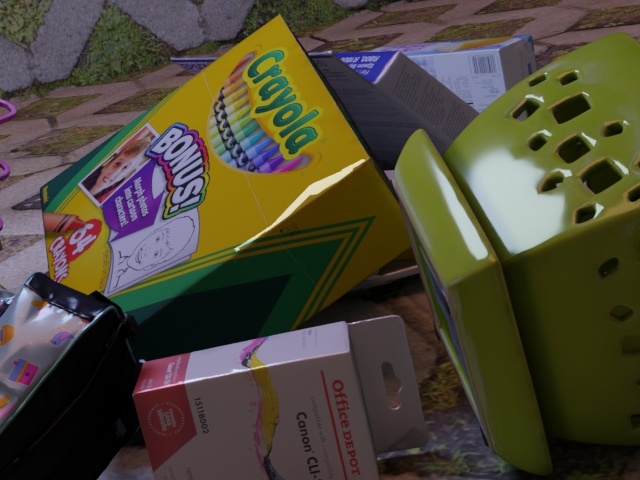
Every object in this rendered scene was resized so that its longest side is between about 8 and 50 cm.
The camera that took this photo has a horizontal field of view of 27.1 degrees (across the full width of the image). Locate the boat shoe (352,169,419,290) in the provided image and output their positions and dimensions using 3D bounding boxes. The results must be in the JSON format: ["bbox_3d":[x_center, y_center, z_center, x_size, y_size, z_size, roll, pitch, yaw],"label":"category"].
[{"bbox_3d":[0.031,-0.003,1.338,0.367,0.136,0.156,-5,4,-1],"label":"boat shoe"}]

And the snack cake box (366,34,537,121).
[{"bbox_3d":[0.171,-0.193,1.840,0.264,0.152,0.089,2,22,40],"label":"snack cake box"}]

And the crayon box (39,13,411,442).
[{"bbox_3d":[-0.103,-0.030,1.244,0.313,0.106,0.363,-36,31,6],"label":"crayon box"}]

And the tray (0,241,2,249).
[{"bbox_3d":[-0.592,0.059,1.713,0.203,0.076,0.411,-9,18,13],"label":"tray"}]

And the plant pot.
[{"bbox_3d":[0.180,0.017,0.953,0.207,0.227,0.228,-19,33,0],"label":"plant pot"}]

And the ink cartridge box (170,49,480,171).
[{"bbox_3d":[0.028,-0.178,1.691,0.324,0.330,0.071,8,70,48],"label":"ink cartridge box"}]

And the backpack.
[{"bbox_3d":[-0.227,0.133,0.976,0.144,0.166,0.188,18,57,17],"label":"backpack"}]

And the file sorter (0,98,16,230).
[{"bbox_3d":[-0.451,-0.021,1.408,0.202,0.290,0.182,22,25,20],"label":"file sorter"}]

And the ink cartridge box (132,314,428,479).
[{"bbox_3d":[-0.025,0.132,0.967,0.198,0.115,0.067,-12,15,3],"label":"ink cartridge box"}]
